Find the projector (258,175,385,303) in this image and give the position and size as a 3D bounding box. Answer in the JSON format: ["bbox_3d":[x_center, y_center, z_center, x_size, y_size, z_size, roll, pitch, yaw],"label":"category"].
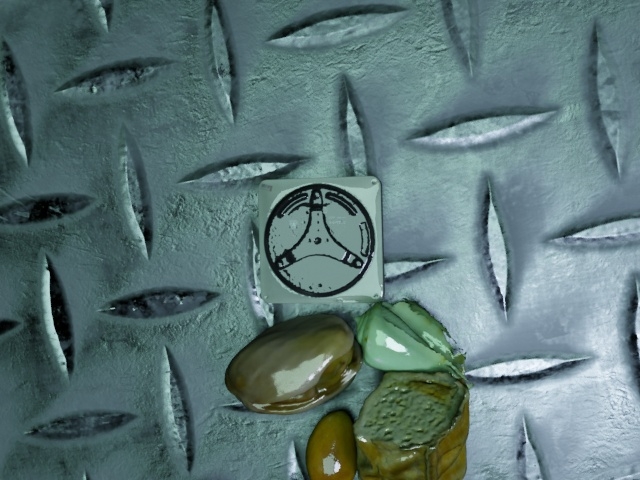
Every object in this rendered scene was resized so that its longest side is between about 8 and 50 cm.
[{"bbox_3d":[0.000,0.000,1.348,0.257,0.079,0.259,-1,92,11],"label":"projector"}]

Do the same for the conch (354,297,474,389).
[{"bbox_3d":[0.186,0.198,1.309,0.250,0.143,0.137,10,111,-7],"label":"conch"}]

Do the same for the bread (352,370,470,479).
[{"bbox_3d":[0.173,0.386,1.245,0.238,0.196,0.252,-5,130,14],"label":"bread"}]

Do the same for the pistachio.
[{"bbox_3d":[-0.057,0.254,1.343,0.287,0.197,0.166,-20,133,-1],"label":"pistachio"}]

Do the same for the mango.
[{"bbox_3d":[0.022,0.443,1.370,0.111,0.089,0.163,-8,82,-1],"label":"mango"}]
